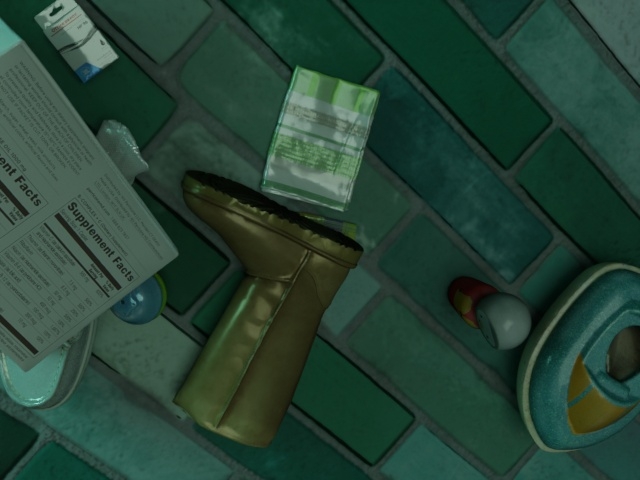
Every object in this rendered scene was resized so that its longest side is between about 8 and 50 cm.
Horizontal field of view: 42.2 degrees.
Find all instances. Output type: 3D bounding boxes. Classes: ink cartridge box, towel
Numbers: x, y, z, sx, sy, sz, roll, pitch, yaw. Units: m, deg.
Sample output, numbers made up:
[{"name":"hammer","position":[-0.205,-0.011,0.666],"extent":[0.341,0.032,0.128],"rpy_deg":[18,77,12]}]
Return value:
[{"name":"ink cartridge box","position":[-0.258,-0.214,0.875],"extent":[0.048,0.028,0.083],"rpy_deg":[-38,109,-4]},{"name":"towel","position":[0.000,0.000,1.004],"extent":[0.083,0.009,0.060],"rpy_deg":[10,100,-17]},{"name":"towel","position":[0.001,-0.116,0.970],"extent":[0.113,0.023,0.152],"rpy_deg":[14,99,-18]}]

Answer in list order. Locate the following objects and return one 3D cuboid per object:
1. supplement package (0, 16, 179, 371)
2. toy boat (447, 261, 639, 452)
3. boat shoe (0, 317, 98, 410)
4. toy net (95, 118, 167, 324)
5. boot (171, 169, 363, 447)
[{"name":"supplement package","position":[-0.261,-0.071,0.635],"extent":[0.145,0.262,0.204],"rpy_deg":[-38,133,-11]},{"name":"toy boat","position":[0.307,0.137,1.045],"extent":[0.318,0.148,0.268],"rpy_deg":[25,96,-19]},{"name":"boat shoe","position":[-0.299,0.028,0.864],"extent":[0.118,0.103,0.321],"rpy_deg":[10,99,9]},{"name":"toy net","position":[-0.237,-0.019,0.924],"extent":[0.122,0.045,0.232],"rpy_deg":[4,100,14]},{"name":"boot","position":[-0.102,0.084,0.957],"extent":[0.236,0.089,0.270],"rpy_deg":[26,100,-10]}]
